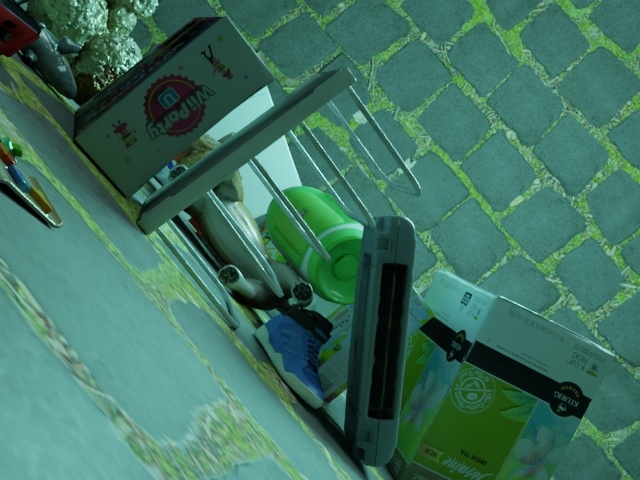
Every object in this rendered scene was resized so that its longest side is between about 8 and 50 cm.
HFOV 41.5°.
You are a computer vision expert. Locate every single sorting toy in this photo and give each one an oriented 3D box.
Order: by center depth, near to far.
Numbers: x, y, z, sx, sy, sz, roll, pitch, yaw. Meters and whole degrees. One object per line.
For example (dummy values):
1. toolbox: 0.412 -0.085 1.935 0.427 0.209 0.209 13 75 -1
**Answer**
1. sorting toy: -0.197 -0.048 0.540 0.083 0.012 0.062 49 -2 36

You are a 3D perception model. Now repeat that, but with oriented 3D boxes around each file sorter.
1. file sorter: -0.050 -0.051 1.000 0.173 0.277 0.193 54 -3 -13

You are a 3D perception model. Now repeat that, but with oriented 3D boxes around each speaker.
1. speaker: 0.000 0.000 1.364 0.131 0.131 0.296 50 -2 -25

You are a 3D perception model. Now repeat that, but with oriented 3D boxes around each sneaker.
1. sneaker: -0.016 0.131 1.028 0.058 0.084 0.152 51 -2 -37

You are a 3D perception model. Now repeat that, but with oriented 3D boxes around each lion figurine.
1. lion figurine: -0.124 -0.004 1.300 0.240 0.142 0.392 95 -26 -78

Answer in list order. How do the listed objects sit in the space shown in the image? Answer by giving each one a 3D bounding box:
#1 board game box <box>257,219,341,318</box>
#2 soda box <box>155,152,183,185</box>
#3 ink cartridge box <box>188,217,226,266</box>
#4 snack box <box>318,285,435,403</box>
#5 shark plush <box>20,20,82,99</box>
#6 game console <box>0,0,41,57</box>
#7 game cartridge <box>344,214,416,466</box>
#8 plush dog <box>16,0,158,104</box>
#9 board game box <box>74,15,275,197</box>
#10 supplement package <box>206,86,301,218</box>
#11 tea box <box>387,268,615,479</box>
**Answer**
1. board game box: -0.055 0.069 1.624 0.144 0.142 0.275 51 -2 -27
2. soda box: -0.330 -0.215 1.622 0.286 0.091 0.098 48 -2 44
3. ink cartridge box: -0.172 -0.017 1.423 0.115 0.063 0.029 48 -2 19
4. snack box: 0.061 0.141 1.311 0.070 0.207 0.174 49 -1 -10
5. shark plush: -0.371 -0.255 1.102 0.161 0.073 0.067 60 21 -54
6. game console: -0.411 -0.324 0.741 0.342 0.060 0.386 50 -2 -5
7. game cartridge: 0.073 0.117 1.084 0.062 0.297 0.198 6 1 1
8. plush dog: -0.372 -0.307 1.380 0.225 0.210 0.262 64 25 -6
9. board game box: -0.198 -0.186 1.088 0.097 0.224 0.303 51 -3 -22
10. supplement package: -0.178 -0.187 1.696 0.177 0.175 0.293 -3 -72 69
11. tea box: 0.256 0.251 1.402 0.220 0.324 0.329 26 1 -8
